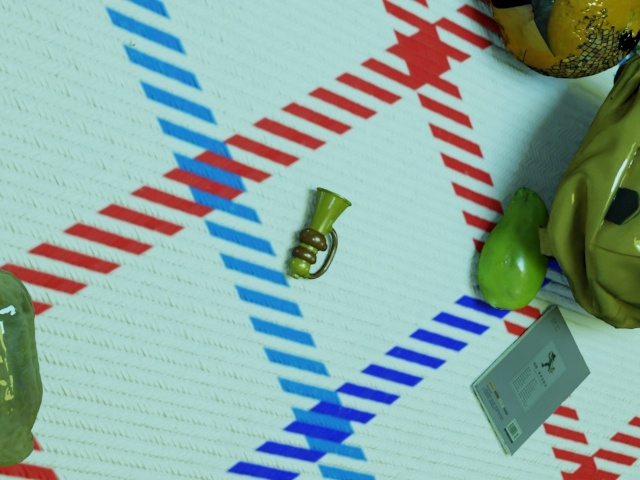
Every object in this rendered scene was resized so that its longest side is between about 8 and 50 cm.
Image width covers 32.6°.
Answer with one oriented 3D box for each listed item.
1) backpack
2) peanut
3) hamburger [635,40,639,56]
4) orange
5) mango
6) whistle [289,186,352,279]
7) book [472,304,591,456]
[{"bbox_3d":[0.448,-0.050,1.426,0.378,0.201,0.353,34,83,-55],"label":"backpack"},{"bbox_3d":[-0.312,0.123,1.044,0.093,0.083,0.194,-6,96,-47],"label":"peanut"},{"bbox_3d":[0.566,-0.275,1.574,0.262,0.131,0.124,19,83,-38],"label":"hamburger"},{"bbox_3d":[0.318,-0.323,1.382,0.234,0.182,0.234,9,76,-38],"label":"orange"},{"bbox_3d":[0.257,0.011,1.421,0.091,0.074,0.165,20,82,-31],"label":"mango"},{"bbox_3d":[-0.004,-0.004,1.277,0.046,0.057,0.109,24,89,12],"label":"whistle"},{"bbox_3d":[0.289,0.189,1.492,0.182,0.014,0.127,-40,114,-24],"label":"book"}]
